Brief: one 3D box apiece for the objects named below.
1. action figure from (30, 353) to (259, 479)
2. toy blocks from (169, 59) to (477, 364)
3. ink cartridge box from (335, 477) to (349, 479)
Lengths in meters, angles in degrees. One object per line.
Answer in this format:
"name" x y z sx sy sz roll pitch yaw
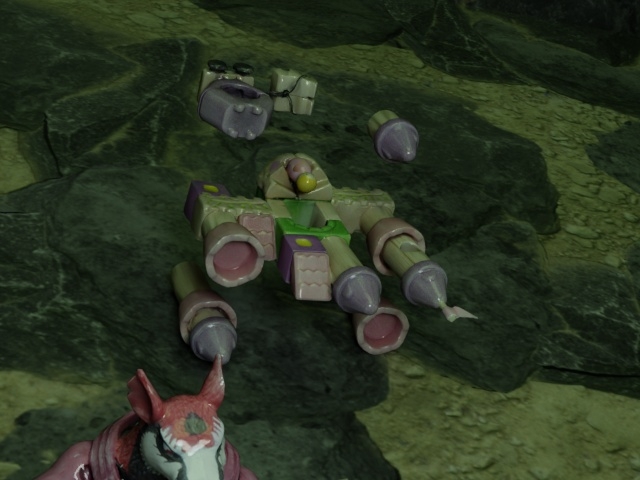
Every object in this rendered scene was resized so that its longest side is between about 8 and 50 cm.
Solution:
"action figure" -0.100 0.222 0.832 0.248 0.370 0.275 15 23 -1
"toy blocks" 0.000 0.000 1.439 0.289 0.308 0.260 3 26 -21
"ink cartridge box" -0.023 0.325 1.039 0.193 0.088 0.234 -11 53 -26
